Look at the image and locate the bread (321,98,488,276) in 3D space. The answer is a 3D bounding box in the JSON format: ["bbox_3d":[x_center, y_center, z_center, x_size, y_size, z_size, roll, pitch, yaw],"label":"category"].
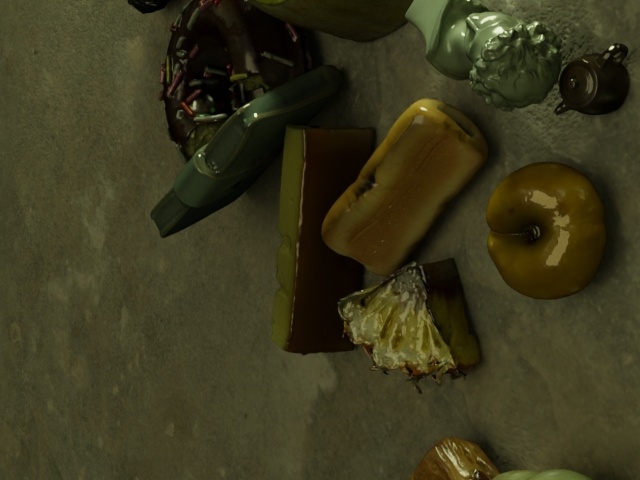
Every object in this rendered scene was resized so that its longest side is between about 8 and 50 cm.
[{"bbox_3d":[0.121,-0.076,1.655,0.305,0.142,0.091,-53,15,39],"label":"bread"}]

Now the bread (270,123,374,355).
[{"bbox_3d":[0.000,0.000,1.791,0.077,0.138,0.361,20,110,49],"label":"bread"}]

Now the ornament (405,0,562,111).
[{"bbox_3d":[0.212,-0.254,1.508,0.120,0.130,0.285,-68,26,16],"label":"ornament"}]

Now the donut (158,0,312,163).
[{"bbox_3d":[-0.161,-0.306,1.950,0.345,0.136,0.259,-35,66,46],"label":"donut"}]

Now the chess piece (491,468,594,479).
[{"bbox_3d":[0.393,0.372,1.313,0.442,0.234,0.234,-16,83,47],"label":"chess piece"}]

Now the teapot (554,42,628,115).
[{"bbox_3d":[0.333,-0.197,1.414,0.121,0.068,0.076,-52,56,40],"label":"teapot"}]

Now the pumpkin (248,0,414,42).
[{"bbox_3d":[-0.001,-0.459,1.693,0.332,0.199,0.332,11,106,47],"label":"pumpkin"}]

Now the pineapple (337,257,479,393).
[{"bbox_3d":[0.140,0.112,1.679,0.236,0.114,0.186,23,112,36],"label":"pineapple"}]

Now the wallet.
[{"bbox_3d":[-0.126,-0.137,1.853,0.083,0.252,0.360,51,136,4],"label":"wallet"}]

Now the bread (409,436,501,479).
[{"bbox_3d":[0.207,0.411,1.632,0.210,0.099,0.235,49,135,38],"label":"bread"}]

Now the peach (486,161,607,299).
[{"bbox_3d":[0.285,-0.013,1.472,0.179,0.103,0.179,10,103,53],"label":"peach"}]

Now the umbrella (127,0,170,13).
[{"bbox_3d":[-0.246,-0.496,2.064,0.326,0.090,0.094,-23,55,50],"label":"umbrella"}]
